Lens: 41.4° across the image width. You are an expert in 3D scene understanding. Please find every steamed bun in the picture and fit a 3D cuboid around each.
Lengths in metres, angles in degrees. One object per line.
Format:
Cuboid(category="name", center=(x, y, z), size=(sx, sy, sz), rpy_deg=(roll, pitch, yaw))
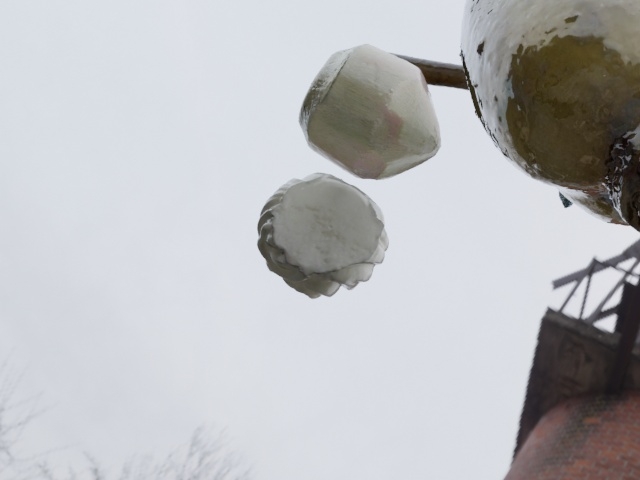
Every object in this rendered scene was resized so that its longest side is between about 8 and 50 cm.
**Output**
Cuboid(category="steamed bun", center=(0.000, 0.000, 1.168), size=(0.183, 0.183, 0.106), rpy_deg=(36, -22, 14))

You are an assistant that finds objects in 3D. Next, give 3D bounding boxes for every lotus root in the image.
Cuboid(category="lotus root", center=(0.185, -0.110, 0.555), size=(0.169, 0.342, 0.151), rpy_deg=(26, -61, -15))

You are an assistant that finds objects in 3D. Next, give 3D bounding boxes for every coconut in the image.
Cuboid(category="coconut", center=(0.089, -0.200, 1.405), size=(0.234, 0.224, 0.224), rpy_deg=(33, -42, 2))

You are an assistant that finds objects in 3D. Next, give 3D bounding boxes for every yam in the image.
Cuboid(category="yam", center=(0.152, -0.304, 1.495), size=(0.264, 0.046, 0.046), rpy_deg=(16, -50, 26))

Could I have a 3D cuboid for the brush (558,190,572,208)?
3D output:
Cuboid(category="brush", center=(0.394, -0.147, 1.404), size=(0.021, 0.196, 0.070), rpy_deg=(-6, -32, 3))
